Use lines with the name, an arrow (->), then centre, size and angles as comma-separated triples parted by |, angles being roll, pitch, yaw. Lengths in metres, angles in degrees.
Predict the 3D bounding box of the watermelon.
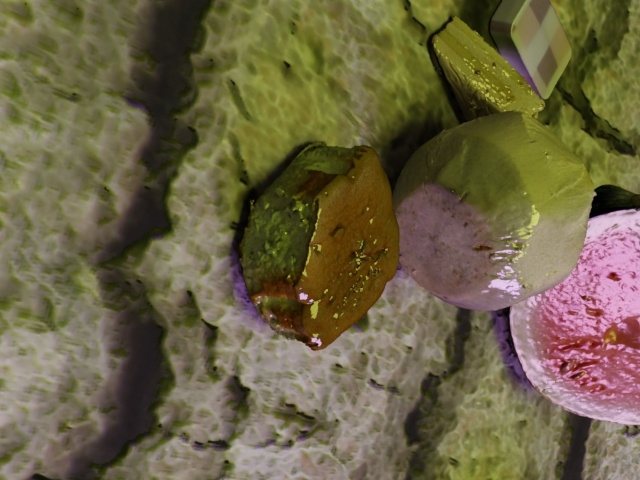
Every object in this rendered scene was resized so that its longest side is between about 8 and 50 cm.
watermelon -> 0.270, 0.055, 1.379 | 0.128, 0.159, 0.303 | -79, 155, -49

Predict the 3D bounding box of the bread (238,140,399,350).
bread -> 0.000, 0.000, 1.062 | 0.140, 0.069, 0.128 | -45, 132, -35

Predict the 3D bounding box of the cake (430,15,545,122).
cake -> 0.141, -0.141, 1.206 | 0.052, 0.065, 0.121 | -56, 131, -27

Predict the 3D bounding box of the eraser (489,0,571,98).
eraser -> 0.193, -0.183, 1.280 | 0.065, 0.026, 0.105 | -57, 139, -19

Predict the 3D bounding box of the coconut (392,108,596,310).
coconut -> 0.148, -0.027, 1.170 | 0.162, 0.161, 0.161 | -30, 124, -43
